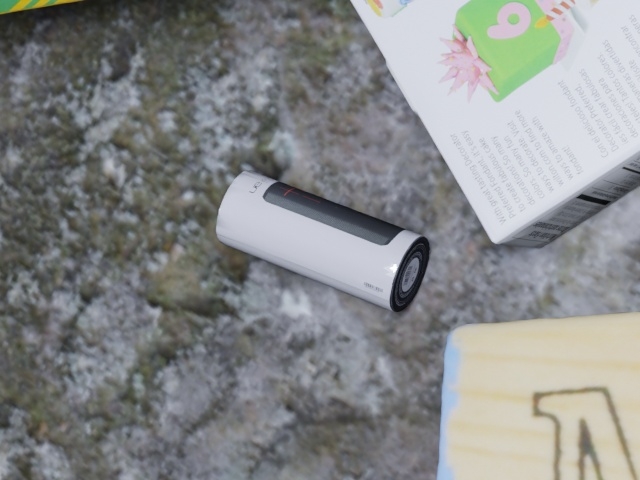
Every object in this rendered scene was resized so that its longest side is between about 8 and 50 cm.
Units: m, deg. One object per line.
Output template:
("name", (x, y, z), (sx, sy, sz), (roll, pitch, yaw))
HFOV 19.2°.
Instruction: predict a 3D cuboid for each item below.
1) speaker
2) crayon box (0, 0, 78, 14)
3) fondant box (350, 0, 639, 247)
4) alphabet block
("speaker", (0.000, 0.000, 1.256), (0.136, 0.055, 0.055), (22, 97, 22))
("crayon box", (-0.140, -0.246, 1.244), (0.323, 0.203, 0.083), (-5, 130, 22))
("fondant box", (0.193, -0.181, 1.158), (0.330, 0.096, 0.238), (-34, 76, 17))
("alphabet block", (0.188, 0.159, 1.074), (0.197, 0.192, 0.193), (-6, 64, 23))
